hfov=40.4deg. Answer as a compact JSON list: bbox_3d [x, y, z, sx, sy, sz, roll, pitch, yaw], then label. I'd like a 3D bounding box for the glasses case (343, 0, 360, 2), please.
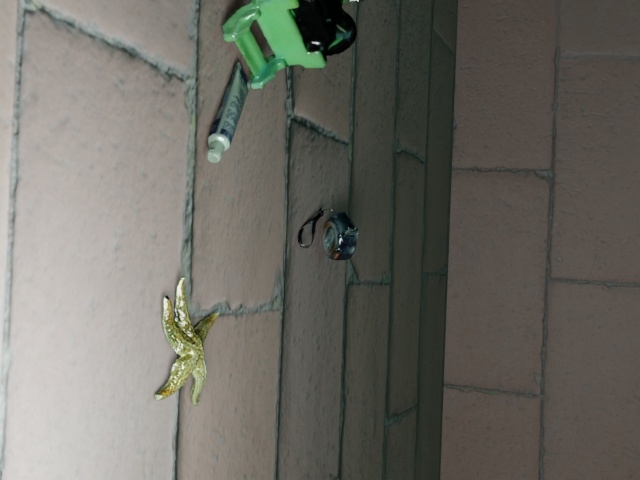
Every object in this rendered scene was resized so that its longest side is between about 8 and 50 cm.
[{"bbox_3d":[0.061,-0.675,1.949,0.095,0.062,0.272,-53,141,-67],"label":"glasses case"}]

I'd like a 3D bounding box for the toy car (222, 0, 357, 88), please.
[{"bbox_3d":[-0.044,-0.456,1.529,0.213,0.176,0.359,55,35,-55],"label":"toy car"}]

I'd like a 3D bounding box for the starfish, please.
[{"bbox_3d":[-0.201,0.163,1.344,0.217,0.050,0.223,-69,159,-59],"label":"starfish"}]

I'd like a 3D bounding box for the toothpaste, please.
[{"bbox_3d":[-0.151,-0.209,1.443,0.062,0.037,0.216,71,24,-47],"label":"toothpaste"}]

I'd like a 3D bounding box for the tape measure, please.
[{"bbox_3d":[-0.003,-0.002,1.882,0.179,0.104,0.107,-10,130,-37],"label":"tape measure"}]
